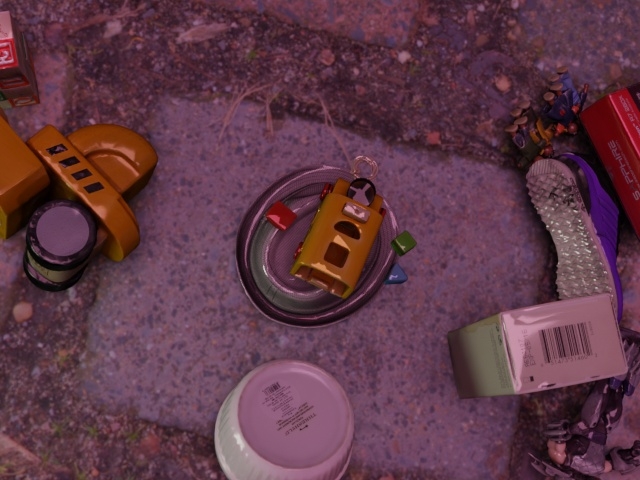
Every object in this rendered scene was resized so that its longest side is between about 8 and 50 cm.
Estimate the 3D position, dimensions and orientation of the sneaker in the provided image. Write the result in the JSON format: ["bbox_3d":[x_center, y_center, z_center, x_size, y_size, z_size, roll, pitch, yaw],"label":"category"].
[{"bbox_3d":[0.436,-0.005,1.570,0.146,0.102,0.293,-22,98,-38],"label":"sneaker"}]

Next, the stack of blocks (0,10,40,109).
[{"bbox_3d":[-0.518,-0.268,1.419,0.171,0.297,0.087,-11,81,-6],"label":"stack of blocks"}]

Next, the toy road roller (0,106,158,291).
[{"bbox_3d":[-0.392,-0.102,1.460,0.329,0.202,0.240,47,67,-2],"label":"toy road roller"}]

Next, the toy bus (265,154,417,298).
[{"bbox_3d":[0.038,-0.022,1.403,0.191,0.104,0.202,-20,80,-15],"label":"toy bus"}]

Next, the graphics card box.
[{"bbox_3d":[0.618,-0.169,1.584,0.371,0.094,0.233,-21,82,-23],"label":"graphics card box"}]

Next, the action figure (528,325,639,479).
[{"bbox_3d":[0.417,0.271,1.493,0.185,0.099,0.285,26,84,-39],"label":"action figure"}]

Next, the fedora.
[{"bbox_3d":[0.000,0.000,1.512,0.275,0.124,0.244,-40,87,-11],"label":"fedora"}]

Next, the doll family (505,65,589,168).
[{"bbox_3d":[0.372,-0.188,1.596,0.193,0.076,0.111,-41,115,-5],"label":"doll family"}]

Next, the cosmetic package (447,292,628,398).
[{"bbox_3d":[0.297,0.158,1.421,0.160,0.309,0.113,-9,82,-8],"label":"cosmetic package"}]

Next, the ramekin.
[{"bbox_3d":[-0.046,0.269,1.436,0.207,0.109,0.207,5,60,-9],"label":"ramekin"}]
